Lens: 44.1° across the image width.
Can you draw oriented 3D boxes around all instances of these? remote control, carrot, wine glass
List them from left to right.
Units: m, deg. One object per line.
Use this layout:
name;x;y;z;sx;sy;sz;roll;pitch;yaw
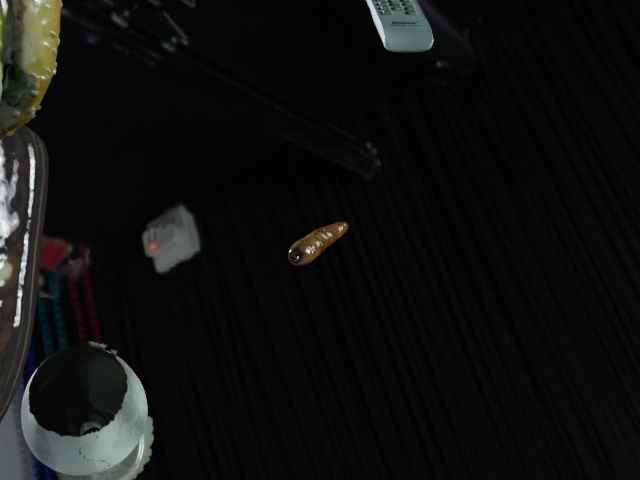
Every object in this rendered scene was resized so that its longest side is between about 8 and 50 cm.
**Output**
wine glass;-0.434;0.337;1.493;0.237;0.238;0.323;-11;-28;-16
carrot;0.001;-0.001;1.130;0.035;0.036;0.165;-31;3;34
remote control;0.090;-0.278;0.966;0.061;0.162;0.029;0;-48;-10

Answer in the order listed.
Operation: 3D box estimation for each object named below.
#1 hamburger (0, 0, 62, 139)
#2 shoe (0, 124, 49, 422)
hamburger;-0.247;-0.160;0.526;0.215;0.190;0.122;-16;0;43
shoe;-0.391;0.030;0.738;0.171;0.384;0.237;6;-11;17
